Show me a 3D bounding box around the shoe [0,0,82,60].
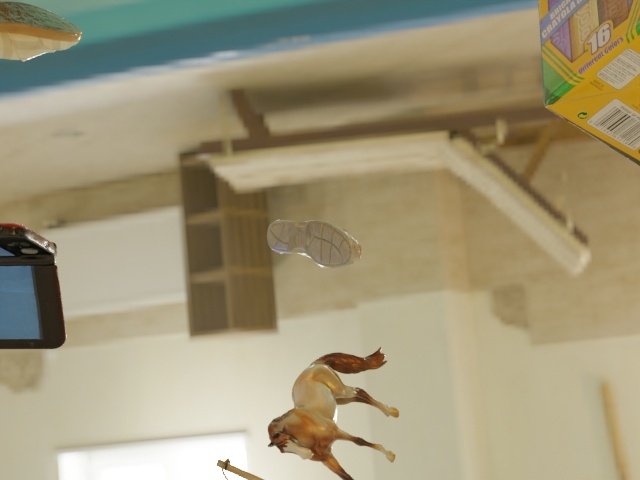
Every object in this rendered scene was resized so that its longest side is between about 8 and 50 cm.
[{"bbox_3d":[-0.409,-0.268,1.888,0.219,0.076,0.058,1,126,-42],"label":"shoe"}]

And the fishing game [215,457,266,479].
[{"bbox_3d":[-0.071,0.280,1.281,0.189,0.041,0.264,23,-151,6],"label":"fishing game"}]

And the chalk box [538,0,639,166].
[{"bbox_3d":[0.263,-0.187,1.169,0.132,0.213,0.132,27,136,-26],"label":"chalk box"}]

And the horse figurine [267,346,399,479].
[{"bbox_3d":[0.018,0.224,1.911,0.174,0.263,0.066,26,124,-9],"label":"horse figurine"}]

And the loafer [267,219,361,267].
[{"bbox_3d":[0.000,0.000,1.478,0.039,0.045,0.125,-1,-171,-44],"label":"loafer"}]

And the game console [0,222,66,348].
[{"bbox_3d":[-0.290,0.039,1.188,0.144,0.085,0.124,-1,168,9],"label":"game console"}]
